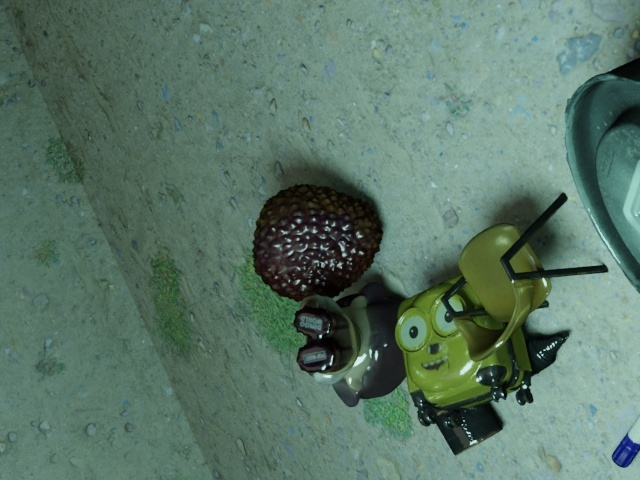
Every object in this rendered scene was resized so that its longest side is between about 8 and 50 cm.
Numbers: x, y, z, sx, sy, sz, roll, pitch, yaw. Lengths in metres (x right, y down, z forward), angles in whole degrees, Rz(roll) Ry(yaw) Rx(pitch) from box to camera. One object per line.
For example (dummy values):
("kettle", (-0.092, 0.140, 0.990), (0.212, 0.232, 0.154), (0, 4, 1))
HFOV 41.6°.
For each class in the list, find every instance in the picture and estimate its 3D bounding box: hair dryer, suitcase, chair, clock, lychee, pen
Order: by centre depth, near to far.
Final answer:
("clock", (0.421, -0.030, 0.944), (0.386, 0.076, 0.386), (58, 175, 8))
("pen", (0.506, 0.250, 1.267), (0.033, 0.033, 0.269), (44, 138, 32))
("chair", (0.290, 0.061, 1.281), (0.172, 0.246, 0.159), (63, 144, 12))
("suitcase", (0.231, 0.176, 1.407), (0.194, 0.143, 0.235), (-31, 56, 39))
("hair dryer", (0.308, 0.227, 1.489), (0.352, 0.107, 0.189), (-48, 65, 43))
("lychee", (0.000, 0.000, 1.666), (0.271, 0.271, 0.271), (28, 128, 44))

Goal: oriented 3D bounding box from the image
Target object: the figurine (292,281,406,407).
("figurine", (0.041, 0.201, 1.595), (0.206, 0.365, 0.218), (-27, 71, 31))
